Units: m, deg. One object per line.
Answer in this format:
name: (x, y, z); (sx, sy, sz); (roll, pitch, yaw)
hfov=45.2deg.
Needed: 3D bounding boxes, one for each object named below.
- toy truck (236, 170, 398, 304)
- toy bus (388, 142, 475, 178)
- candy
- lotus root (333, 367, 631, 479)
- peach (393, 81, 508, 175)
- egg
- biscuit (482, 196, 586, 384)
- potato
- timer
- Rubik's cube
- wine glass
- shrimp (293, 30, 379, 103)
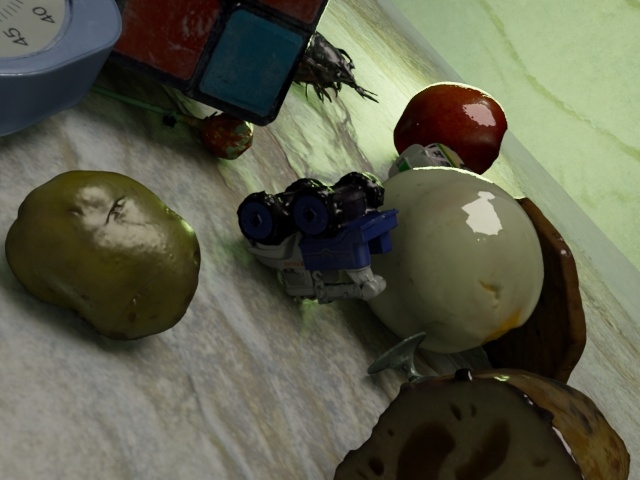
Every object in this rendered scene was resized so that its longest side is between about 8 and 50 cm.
toy truck: (0.000, 0.000, 1.099); (0.161, 0.213, 0.177); (-25, 107, -53)
toy bus: (0.273, -0.077, 1.676); (0.179, 0.143, 0.305); (13, 39, -44)
candy: (-0.236, -0.203, 1.228); (0.287, 0.084, 0.078); (17, 25, -30)
lotus root: (0.218, 0.277, 0.817); (0.250, 0.316, 0.316); (-2, 48, -43)
peach: (0.317, -0.260, 1.891); (0.245, 0.249, 0.274); (-20, 21, -32)
egg: (0.183, 0.021, 1.225); (0.283, 0.283, 0.345); (28, 5, -28)
biscuit: (0.339, 0.097, 1.316); (0.046, 0.359, 0.359); (-6, 44, -16)
potato: (-0.222, 0.011, 0.812); (0.200, 0.137, 0.154); (33, 27, -22)
timer: (-0.443, -0.288, 0.853); (0.395, 0.173, 0.395); (26, 43, -27)
Rubik's cube: (-0.195, -0.405, 1.191); (0.313, 0.318, 0.316); (17, 17, -36)
wine glass: (0.168, 0.247, 1.051); (0.103, 0.103, 0.231); (-2, 54, -57)
shrimp: (-0.010, -0.427, 1.815); (0.372, 0.137, 0.172); (42, 41, 3)
